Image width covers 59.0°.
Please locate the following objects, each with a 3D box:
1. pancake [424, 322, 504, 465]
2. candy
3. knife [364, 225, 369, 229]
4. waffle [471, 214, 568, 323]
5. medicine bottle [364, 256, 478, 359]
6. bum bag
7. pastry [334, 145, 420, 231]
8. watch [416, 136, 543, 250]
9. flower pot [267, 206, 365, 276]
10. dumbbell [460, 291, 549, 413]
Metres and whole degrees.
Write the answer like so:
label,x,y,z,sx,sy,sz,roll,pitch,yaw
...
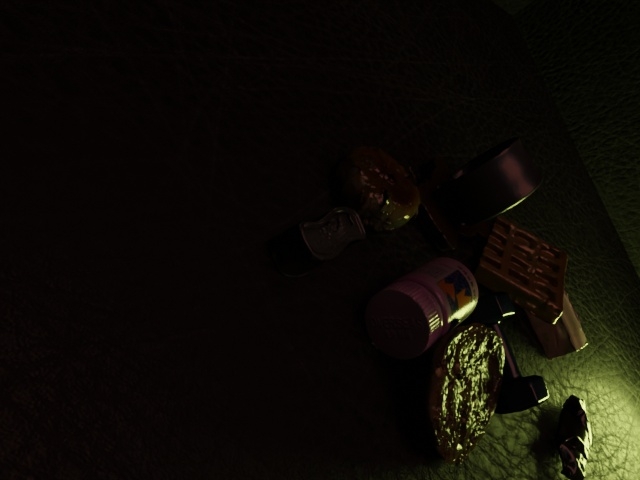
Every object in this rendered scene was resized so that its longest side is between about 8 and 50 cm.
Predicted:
label,x,y,z,sx,sy,sz,roll,pitch,yaw
pancake,0.342,0.359,1.338,0.356,0.065,0.356,-2,92,-51
candy,0.804,0.264,1.954,0.155,0.115,0.265,-11,74,-51
knife,0.119,-0.045,1.494,0.247,0.018,0.035,-21,84,-49
waffle,0.666,0.084,1.855,0.304,0.077,0.348,29,42,5
medicine bottle,0.251,0.157,1.371,0.290,0.178,0.178,-21,82,-52
bum bag,0.788,0.595,1.749,0.142,0.079,0.326,57,37,-8
pastry,0.153,-0.146,1.495,0.235,0.121,0.257,15,50,-33
watch,0.487,-0.155,1.714,0.314,0.327,0.335,56,39,-3
flower pot,0.000,0.000,1.259,0.229,0.108,0.103,-25,86,-51
dumbbell,0.502,0.311,1.572,0.144,0.160,0.325,37,34,-70
